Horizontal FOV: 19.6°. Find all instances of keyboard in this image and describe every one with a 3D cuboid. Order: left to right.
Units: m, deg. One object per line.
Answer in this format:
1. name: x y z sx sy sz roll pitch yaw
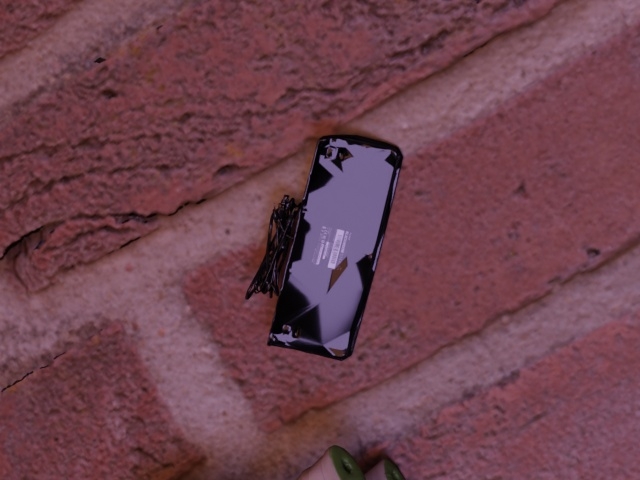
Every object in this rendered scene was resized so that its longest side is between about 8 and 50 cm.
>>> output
1. keyboard: 0.000 0.000 1.555 0.100 0.038 0.192 14 103 -5

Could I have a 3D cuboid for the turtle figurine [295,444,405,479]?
1. turtle figurine: -0.042 0.302 1.527 0.266 0.274 0.198 -35 119 18
